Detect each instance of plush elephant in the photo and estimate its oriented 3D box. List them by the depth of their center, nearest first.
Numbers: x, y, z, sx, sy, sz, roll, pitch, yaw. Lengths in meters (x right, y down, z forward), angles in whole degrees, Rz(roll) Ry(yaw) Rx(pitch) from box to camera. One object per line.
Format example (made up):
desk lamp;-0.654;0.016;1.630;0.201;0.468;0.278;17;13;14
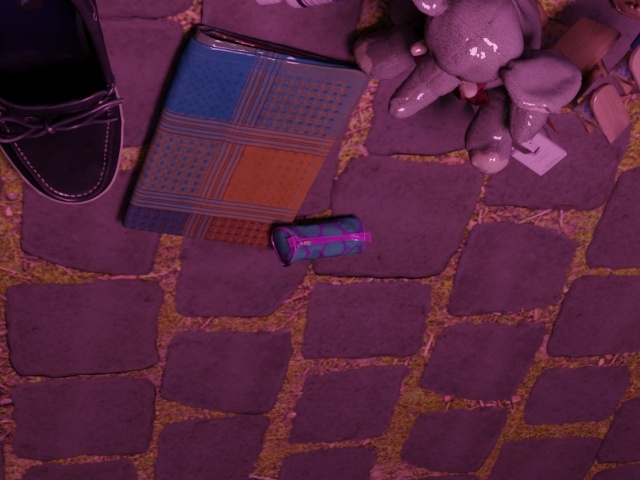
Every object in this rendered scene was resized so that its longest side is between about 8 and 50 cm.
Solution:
plush elephant;0.183;-0.237;1.386;0.272;0.255;0.330;48;123;5

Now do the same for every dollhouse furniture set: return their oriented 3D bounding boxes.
dollhouse furniture set;0.362;-0.293;1.501;0.242;0.212;0.161;-47;134;-5

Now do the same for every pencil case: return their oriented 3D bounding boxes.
pencil case;0.000;0.000;1.762;0.152;0.070;0.064;-9;95;-34

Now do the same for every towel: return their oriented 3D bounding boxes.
towel;-0.118;-0.138;1.643;0.272;0.040;0.370;10;132;-23

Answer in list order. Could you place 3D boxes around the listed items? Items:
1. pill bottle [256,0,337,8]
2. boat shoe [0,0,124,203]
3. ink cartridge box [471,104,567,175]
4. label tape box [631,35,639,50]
pill bottle;-0.003;-0.347;1.405;0.169;0.094;0.094;-6;139;20
boat shoe;-0.351;-0.203;1.420;0.187;0.156;0.500;-9;142;-11
ink cartridge box;0.297;-0.172;1.673;0.135;0.099;0.056;28;122;-34
label tape box;0.594;-0.246;1.501;0.115;0.347;0.249;14;129;-27
